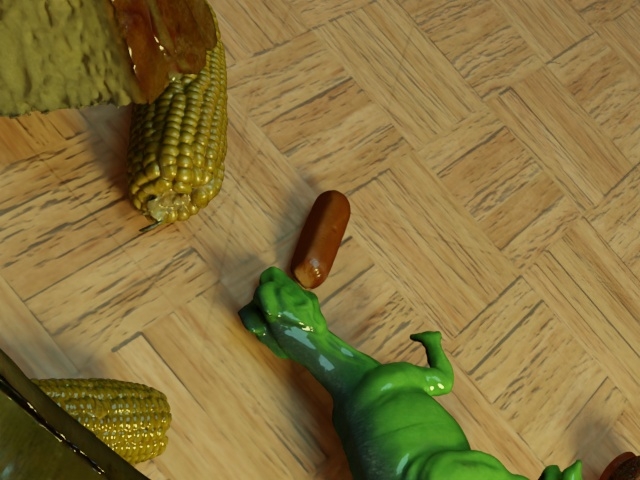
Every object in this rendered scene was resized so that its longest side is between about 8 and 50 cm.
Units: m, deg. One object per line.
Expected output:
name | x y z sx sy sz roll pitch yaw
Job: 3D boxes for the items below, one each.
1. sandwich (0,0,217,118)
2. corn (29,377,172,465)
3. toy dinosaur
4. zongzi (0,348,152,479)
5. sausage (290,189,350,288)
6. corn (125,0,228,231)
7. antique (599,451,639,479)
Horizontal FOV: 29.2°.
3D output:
sandwich | -0.269 -0.248 1.090 0.131 0.325 0.262 -48 128 -49
corn | -0.223 0.144 0.965 0.238 0.080 0.080 4 56 -36
toy dinosaur | 0.068 0.231 1.054 0.374 0.144 0.500 35 26 -11
zongzi | -0.238 0.278 0.791 0.323 0.160 0.360 43 59 -16
sausage | 0.000 0.000 1.296 0.039 0.041 0.131 52 36 -27
corn | -0.140 -0.138 1.245 0.101 0.101 0.310 23 46 -24
antique | 0.354 0.278 1.323 0.104 0.104 0.104 22 46 -25
